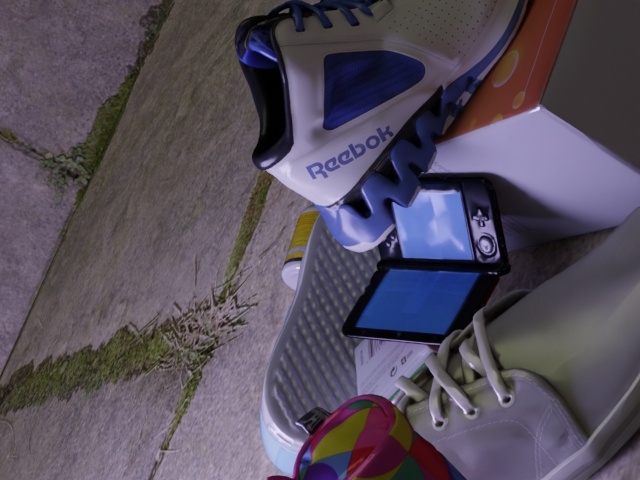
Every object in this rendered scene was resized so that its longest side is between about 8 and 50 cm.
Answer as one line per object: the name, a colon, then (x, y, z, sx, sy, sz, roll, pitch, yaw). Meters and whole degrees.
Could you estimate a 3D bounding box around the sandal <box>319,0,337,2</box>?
sandal: (0.063, -0.248, 1.799, 0.107, 0.167, 0.446, -46, 18, -14)

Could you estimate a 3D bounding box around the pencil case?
pencil case: (0.074, 0.207, 1.052, 0.104, 0.236, 0.104, -35, 25, 19)

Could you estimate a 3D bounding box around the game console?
game console: (0.080, 0.015, 1.292, 0.144, 0.124, 0.085, 2, 19, 45)

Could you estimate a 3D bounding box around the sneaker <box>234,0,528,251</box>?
sneaker: (0.037, -0.165, 1.230, 0.315, 0.182, 0.127, -62, 23, -2)

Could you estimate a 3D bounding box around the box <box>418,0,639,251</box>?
box: (0.186, -0.129, 1.333, 0.345, 0.168, 0.215, -17, 47, 60)

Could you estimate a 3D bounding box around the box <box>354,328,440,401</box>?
box: (0.094, 0.114, 1.338, 0.101, 0.087, 0.102, -49, 24, 27)

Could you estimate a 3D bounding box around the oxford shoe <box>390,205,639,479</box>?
oxford shoe: (0.131, 0.130, 1.181, 0.449, 0.130, 0.169, -49, 22, 25)

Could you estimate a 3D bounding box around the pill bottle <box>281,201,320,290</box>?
pill bottle: (0.000, 0.000, 1.733, 0.065, 0.065, 0.116, -31, 36, 52)

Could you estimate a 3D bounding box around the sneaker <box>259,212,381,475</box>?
sneaker: (0.025, 0.071, 1.503, 0.366, 0.135, 0.150, -59, -5, -32)
